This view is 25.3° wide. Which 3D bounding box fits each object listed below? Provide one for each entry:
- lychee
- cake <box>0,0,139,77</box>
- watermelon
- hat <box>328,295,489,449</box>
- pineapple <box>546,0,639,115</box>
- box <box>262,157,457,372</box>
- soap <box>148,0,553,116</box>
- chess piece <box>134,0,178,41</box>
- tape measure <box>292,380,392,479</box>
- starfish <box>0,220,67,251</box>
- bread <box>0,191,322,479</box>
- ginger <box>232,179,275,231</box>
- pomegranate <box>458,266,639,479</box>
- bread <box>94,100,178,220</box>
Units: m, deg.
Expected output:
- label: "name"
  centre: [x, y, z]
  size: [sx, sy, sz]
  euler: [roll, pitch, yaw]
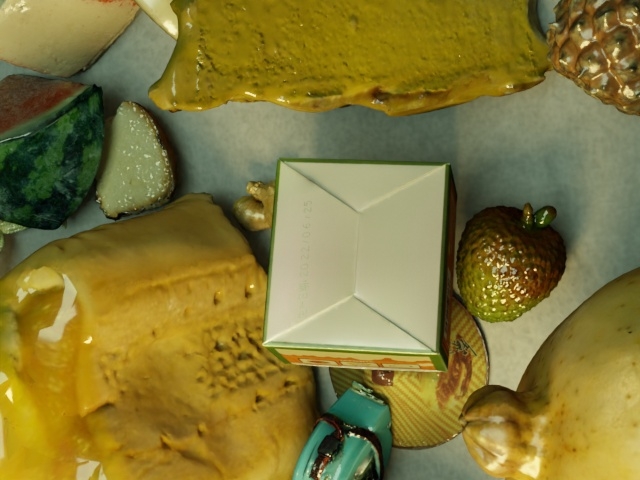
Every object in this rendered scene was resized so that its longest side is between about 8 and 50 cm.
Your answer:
- label: "lychee"
  centre: [0.195, 0.020, 1.458]
  size: [0.114, 0.114, 0.146]
  euler: [34, 125, 18]
- label: "cake"
  centre: [-0.355, -0.327, 1.644]
  size: [0.158, 0.160, 0.262]
  euler: [-45, 75, 24]
- label: "watermelon"
  centre: [-0.350, -0.134, 1.657]
  size: [0.207, 0.136, 0.202]
  euler: [-46, 68, 18]
- label: "hat"
  centre: [0.080, 0.139, 1.536]
  size: [0.193, 0.082, 0.193]
  euler: [3, 97, 24]
- label: "pineapple"
  centre: [0.310, -0.219, 1.358]
  size: [0.166, 0.166, 0.193]
  euler: [34, 105, 18]
- label: "box"
  centre: [0.045, 0.028, 1.450]
  size: [0.178, 0.148, 0.194]
  euler: [2, 78, 10]
- label: "soap"
  centre: [0.040, -0.201, 1.381]
  size: [0.304, 0.339, 0.169]
  euler: [-5, 94, 26]
- label: "chess piece"
  centre: [-0.073, -0.357, 1.532]
  size: [0.300, 0.167, 0.167]
  euler: [-42, 78, 15]
- label: "tape measure"
  centre: [0.022, 0.239, 1.530]
  size: [0.081, 0.125, 0.146]
  euler: [22, 145, 23]
- label: "starfish"
  centre: [-0.411, -0.019, 1.752]
  size: [0.223, 0.050, 0.216]
  euler: [1, 76, 20]
- label: "bread"
  centre: [-0.224, 0.161, 1.525]
  size: [0.250, 0.394, 0.361]
  euler: [-18, 91, 40]
- label: "ginger"
  centre: [0.000, 0.000, 1.571]
  size: [0.193, 0.052, 0.176]
  euler: [-18, 75, 22]
- label: "pomegranate"
  centre: [0.316, 0.191, 1.264]
  size: [0.410, 0.410, 0.410]
  euler: [2, 96, 24]
- label: "bread"
  centre: [-0.221, -0.094, 1.671]
  size: [0.126, 0.044, 0.129]
  euler: [-22, 89, 32]
